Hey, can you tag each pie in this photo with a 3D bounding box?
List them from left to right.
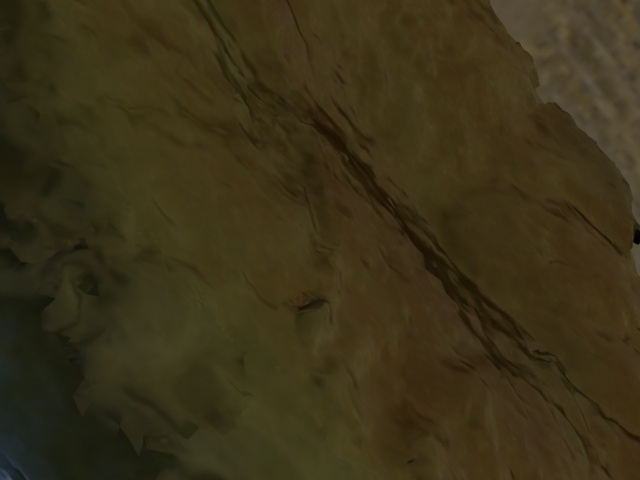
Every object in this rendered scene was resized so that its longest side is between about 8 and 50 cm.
[{"bbox_3d":[0.000,0.000,0.451,0.306,0.071,0.306,39,-150,-29],"label":"pie"}]
